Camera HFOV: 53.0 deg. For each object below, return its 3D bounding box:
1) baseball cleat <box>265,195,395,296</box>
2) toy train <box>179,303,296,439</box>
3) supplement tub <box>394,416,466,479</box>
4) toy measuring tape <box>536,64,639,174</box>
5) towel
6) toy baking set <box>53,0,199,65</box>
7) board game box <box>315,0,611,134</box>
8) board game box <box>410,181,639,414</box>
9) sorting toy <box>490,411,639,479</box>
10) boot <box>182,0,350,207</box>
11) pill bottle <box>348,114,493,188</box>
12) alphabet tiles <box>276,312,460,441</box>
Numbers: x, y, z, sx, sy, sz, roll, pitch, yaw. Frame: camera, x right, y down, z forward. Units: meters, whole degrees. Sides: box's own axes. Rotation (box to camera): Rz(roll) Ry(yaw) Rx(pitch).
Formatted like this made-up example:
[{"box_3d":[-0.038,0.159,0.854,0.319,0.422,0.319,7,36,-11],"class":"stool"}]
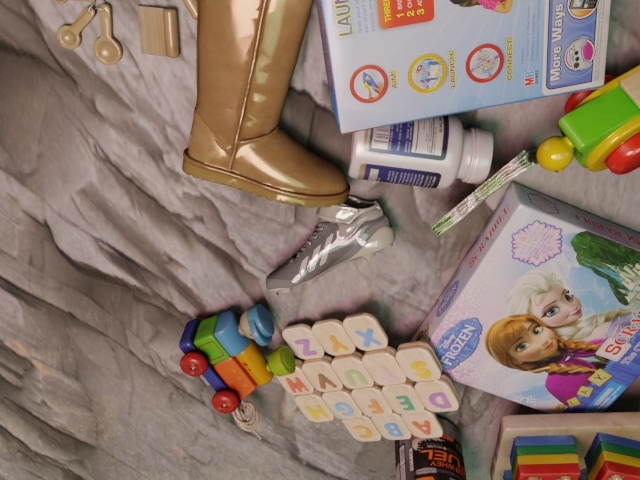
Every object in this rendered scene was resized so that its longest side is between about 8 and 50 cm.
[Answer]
[{"box_3d":[0.000,0.000,0.914,0.206,0.072,0.109,-24,104,13],"class":"baseball cleat"},{"box_3d":[-0.100,0.213,1.022,0.143,0.105,0.248,-23,117,18],"class":"toy train"},{"box_3d":[0.184,0.398,1.065,0.117,0.190,0.117,2,122,3],"class":"supplement tub"},{"box_3d":[0.403,-0.167,0.762,0.330,0.121,0.121,-29,117,1],"class":"toy measuring tape"},{"box_3d":[0.218,-0.061,0.826,0.152,0.113,0.023,-42,79,26],"class":"towel"},{"box_3d":[-0.260,-0.319,0.746,0.197,0.030,0.256,-17,119,14],"class":"toy baking set"},{"box_3d":[0.143,-0.291,0.668,0.302,0.086,0.308,-10,121,-1],"class":"board game box"},{"box_3d":[0.344,0.111,0.946,0.318,0.066,0.318,20,122,-8],"class":"board game box"},{"box_3d":[0.422,0.377,1.048,0.256,0.089,0.257,-3,140,7],"class":"sorting toy"},{"box_3d":[-0.047,-0.184,0.782,0.236,0.089,0.269,11,119,-10],"class":"boot"},{"box_3d":[0.124,-0.115,0.806,0.169,0.094,0.094,8,122,0],"class":"pill bottle"},{"box_3d":[0.068,0.231,1.027,0.284,0.021,0.278,-14,121,30],"class":"alphabet tiles"}]
